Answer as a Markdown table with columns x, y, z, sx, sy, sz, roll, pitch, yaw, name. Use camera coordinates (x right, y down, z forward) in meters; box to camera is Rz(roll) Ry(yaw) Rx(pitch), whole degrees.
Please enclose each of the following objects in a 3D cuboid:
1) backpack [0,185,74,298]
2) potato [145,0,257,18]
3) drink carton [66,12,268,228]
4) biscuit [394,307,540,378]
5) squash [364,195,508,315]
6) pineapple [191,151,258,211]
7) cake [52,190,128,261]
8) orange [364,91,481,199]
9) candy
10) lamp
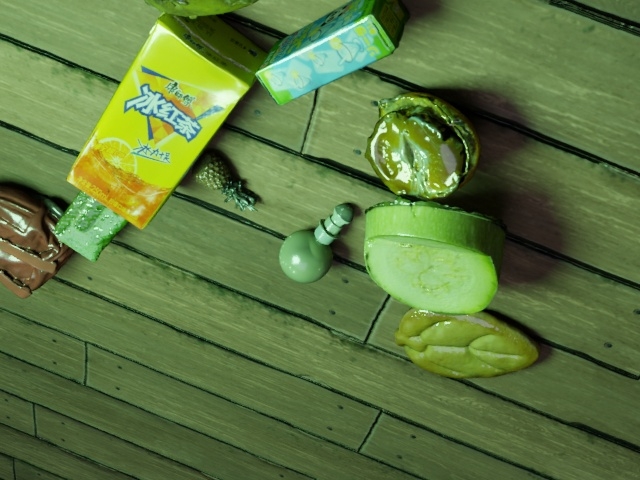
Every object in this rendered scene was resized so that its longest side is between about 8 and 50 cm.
| x | y | z | sx | sy | sz | roll | pitch | yaw | name |
| --- | --- | --- | --- | --- | --- | --- | --- | --- | --- |
| -0.584 | -0.009 | 1.486 | 0.229 | 0.139 | 0.229 | 10 | 136 | 10 | backpack |
| -0.124 | -0.359 | 0.973 | 0.251 | 0.113 | 0.150 | -8 | 124 | 21 | potato |
| -0.238 | -0.183 | 1.182 | 0.154 | 0.111 | 0.351 | 35 | 131 | -13 | drink carton |
| 0.257 | 0.186 | 1.395 | 0.259 | 0.041 | 0.203 | 4 | 133 | 21 | biscuit |
| 0.160 | 0.017 | 1.154 | 0.220 | 0.133 | 0.220 | 14 | 165 | 4 | squash |
| -0.153 | -0.094 | 1.302 | 0.058 | 0.058 | 0.124 | -24 | 133 | 38 | pineapple |
| -0.376 | -0.063 | 1.380 | 0.100 | 0.099 | 0.235 | 37 | 134 | -16 | cake |
| 0.149 | -0.132 | 1.087 | 0.170 | 0.112 | 0.160 | 59 | 140 | 20 | orange |
| 0.015 | -0.256 | 1.034 | 0.194 | 0.097 | 0.062 | -19 | 123 | 34 | candy |
| 0.000 | 0.000 | 1.303 | 0.091 | 0.091 | 0.163 | 35 | 121 | -12 | lamp |
